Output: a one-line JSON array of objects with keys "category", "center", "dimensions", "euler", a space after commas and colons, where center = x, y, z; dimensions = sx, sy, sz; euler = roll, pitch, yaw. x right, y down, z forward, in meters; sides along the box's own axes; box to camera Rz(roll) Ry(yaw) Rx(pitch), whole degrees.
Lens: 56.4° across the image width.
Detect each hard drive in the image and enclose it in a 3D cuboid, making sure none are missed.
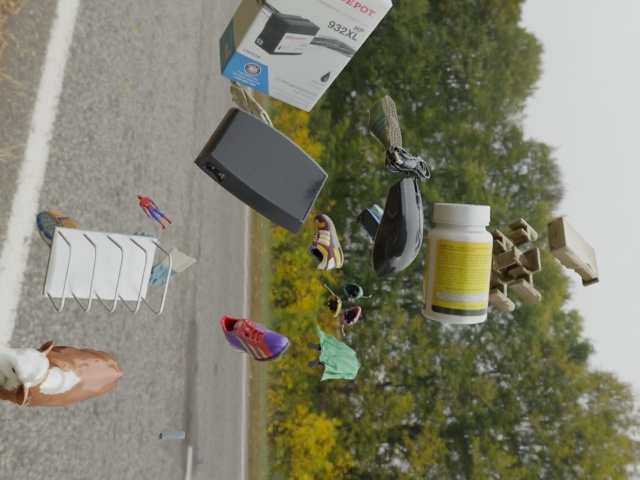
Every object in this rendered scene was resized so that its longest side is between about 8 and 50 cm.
[{"category": "hard drive", "center": [-0.109, -0.148, 1.221], "dimensions": [0.054, 0.255, 0.172], "euler": [-24, -146, 58]}]

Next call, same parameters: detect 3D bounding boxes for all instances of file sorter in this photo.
[{"category": "file sorter", "center": [-0.567, 0.090, 1.599], "dimensions": [0.173, 0.278, 0.192], "euler": [26, -75, 52]}]

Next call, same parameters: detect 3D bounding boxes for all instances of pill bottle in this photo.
[{"category": "pill bottle", "center": [0.249, 0.038, 1.084], "dimensions": [0.119, 0.119, 0.208], "euler": [-71, 164, -84]}]

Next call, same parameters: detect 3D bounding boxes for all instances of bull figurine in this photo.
[{"category": "bull figurine", "center": [-0.456, 0.218, 0.971], "dimensions": [0.310, 0.189, 0.101], "euler": [48, 44, -69]}]

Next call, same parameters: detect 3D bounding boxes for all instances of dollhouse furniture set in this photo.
[{"category": "dollhouse furniture set", "center": [0.563, 0.065, 1.549], "dimensions": [0.161, 0.242, 0.212], "euler": [37, 45, -26]}]

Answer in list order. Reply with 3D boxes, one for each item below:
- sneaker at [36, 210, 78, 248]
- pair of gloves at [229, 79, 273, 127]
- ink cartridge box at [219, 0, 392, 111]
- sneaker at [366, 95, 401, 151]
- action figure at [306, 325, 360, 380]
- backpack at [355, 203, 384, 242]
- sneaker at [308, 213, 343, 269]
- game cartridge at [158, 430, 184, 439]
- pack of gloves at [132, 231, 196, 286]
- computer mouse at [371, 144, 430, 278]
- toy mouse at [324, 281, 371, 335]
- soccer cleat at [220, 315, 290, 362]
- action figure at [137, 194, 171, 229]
[{"category": "sneaker", "center": [-0.755, 0.036, 1.753], "dimensions": [0.296, 0.112, 0.131], "euler": [45, -56, 26]}, {"category": "pair of gloves", "center": [-0.185, -0.332, 1.686], "dimensions": [0.204, 0.042, 0.240], "euler": [51, -10, 30]}, {"category": "ink cartridge box", "center": [-0.039, -0.442, 1.214], "dimensions": [0.307, 0.223, 0.129], "euler": [-45, -140, 40]}, {"category": "sneaker", "center": [0.176, -0.314, 1.706], "dimensions": [0.064, 0.086, 0.192], "euler": [19, 58, -46]}, {"category": "action figure", "center": [0.044, 0.317, 1.570], "dimensions": [0.232, 0.064, 0.137], "euler": [32, 52, -52]}, {"category": "backpack", "center": [0.168, -0.057, 1.839], "dimensions": [0.105, 0.084, 0.114], "euler": [51, 8, 3]}, {"category": "sneaker", "center": [0.000, 0.000, 1.693], "dimensions": [0.069, 0.084, 0.185], "euler": [112, -36, -47]}, {"category": "game cartridge", "center": [-0.326, 0.429, 1.307], "dimensions": [0.083, 0.056, 0.017], "euler": [124, -39, -66]}, {"category": "pack of gloves", "center": [-0.518, 0.051, 1.830], "dimensions": [0.232, 0.195, 0.046], "euler": [-35, -146, 39]}, {"category": "computer mouse", "center": [0.175, -0.049, 1.226], "dimensions": [0.188, 0.072, 0.272], "euler": [11, 92, -60]}, {"category": "toy mouse", "center": [0.084, 0.171, 1.600], "dimensions": [0.031, 0.143, 0.161], "euler": [29, 45, -47]}, {"category": "soccer cleat", "center": [-0.222, 0.313, 1.943], "dimensions": [0.318, 0.108, 0.116], "euler": [1, -52, 52]}, {"category": "action figure", "center": [-0.454, -0.081, 1.613], "dimensions": [0.115, 0.038, 0.030], "euler": [47, -19, 1]}]
